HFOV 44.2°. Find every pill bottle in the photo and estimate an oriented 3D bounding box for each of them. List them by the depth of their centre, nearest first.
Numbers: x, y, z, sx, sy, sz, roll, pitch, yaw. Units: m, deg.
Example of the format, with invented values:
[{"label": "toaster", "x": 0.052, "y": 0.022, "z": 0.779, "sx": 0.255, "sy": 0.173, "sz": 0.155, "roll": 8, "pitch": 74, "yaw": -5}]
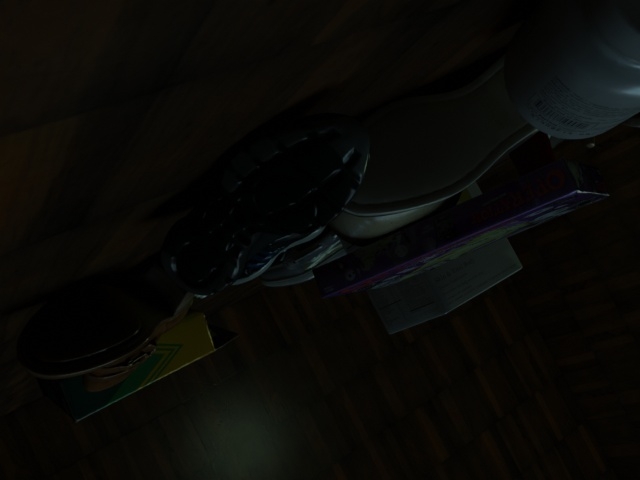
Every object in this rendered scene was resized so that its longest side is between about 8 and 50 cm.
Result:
[{"label": "pill bottle", "x": 0.239, "y": -0.168, "z": 0.639, "sx": 0.131, "sy": 0.131, "sz": 0.229, "roll": -27, "pitch": 176, "yaw": -3}]

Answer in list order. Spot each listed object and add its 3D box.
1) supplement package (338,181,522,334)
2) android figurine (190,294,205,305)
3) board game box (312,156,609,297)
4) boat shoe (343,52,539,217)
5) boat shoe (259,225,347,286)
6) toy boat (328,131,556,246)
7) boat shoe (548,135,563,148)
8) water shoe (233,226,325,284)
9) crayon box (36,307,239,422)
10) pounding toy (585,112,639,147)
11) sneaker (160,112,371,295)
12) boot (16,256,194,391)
[{"label": "supplement package", "x": 0.182, "y": -0.003, "z": 1.427, "sx": 0.199, "sy": 0.263, "sz": 0.198, "roll": -25, "pitch": 175, "yaw": -29}, {"label": "android figurine", "x": -0.258, "y": 0.093, "z": 1.264, "sx": 0.272, "sy": 0.056, "sz": 0.248, "roll": -25, "pitch": 176, "yaw": -7}, {"label": "board game box", "x": 0.183, "y": -0.011, "z": 1.020, "sx": 0.346, "sy": 0.056, "sz": 0.208, "roll": -25, "pitch": 165, "yaw": 28}, {"label": "boat shoe", "x": 0.141, "y": -0.113, "z": 0.853, "sx": 0.324, "sy": 0.117, "sz": 0.097, "roll": -32, "pitch": 174, "yaw": -15}, {"label": "boat shoe", "x": 0.000, "y": 0.001, "z": 1.617, "sx": 0.320, "sy": 0.103, "sz": 0.118, "roll": -23, "pitch": -162, "yaw": 26}, {"label": "toy boat", "x": 0.148, "y": -0.100, "z": 1.032, "sx": 0.318, "sy": 0.148, "sz": 0.267, "roll": -20, "pitch": 171, "yaw": -4}, {"label": "boat shoe", "x": 0.337, "y": -0.194, "z": 1.144, "sx": 0.091, "sy": 0.109, "sz": 0.305, "roll": -23, "pitch": 172, "yaw": 1}, {"label": "water shoe", "x": -0.088, "y": -0.006, "z": 1.141, "sx": 0.203, "sy": 0.073, "sz": 0.080, "roll": -33, "pitch": 153, "yaw": 19}, {"label": "crayon box", "x": -0.330, "y": 0.192, "z": 1.403, "sx": 0.318, "sy": 0.081, "sz": 0.202, "roll": -25, "pitch": -164, "yaw": -30}, {"label": "pounding toy", "x": 0.490, "y": -0.211, "z": 1.188, "sx": 0.154, "sy": 0.155, "sz": 0.269, "roll": -3, "pitch": -154, "yaw": -2}, {"label": "sneaker", "x": -0.051, "y": -0.047, "z": 0.726, "sx": 0.267, "sy": 0.101, "sz": 0.106, "roll": -32, "pitch": -164, "yaw": 39}, {"label": "boot", "x": -0.281, "y": 0.129, "z": 1.007, "sx": 0.220, "sy": 0.109, "sz": 0.283, "roll": -49, "pitch": 176, "yaw": 41}]
